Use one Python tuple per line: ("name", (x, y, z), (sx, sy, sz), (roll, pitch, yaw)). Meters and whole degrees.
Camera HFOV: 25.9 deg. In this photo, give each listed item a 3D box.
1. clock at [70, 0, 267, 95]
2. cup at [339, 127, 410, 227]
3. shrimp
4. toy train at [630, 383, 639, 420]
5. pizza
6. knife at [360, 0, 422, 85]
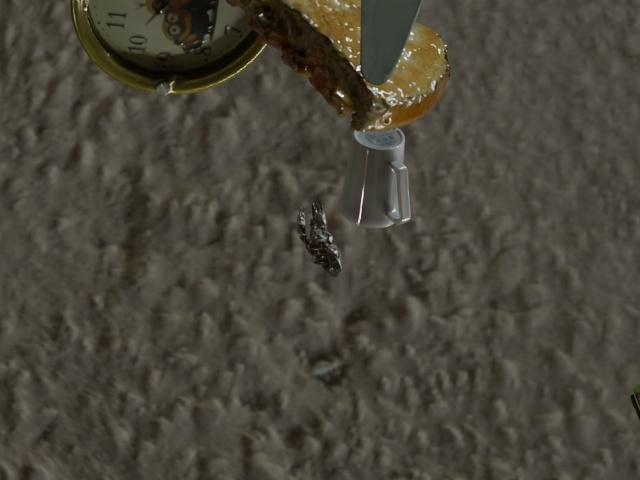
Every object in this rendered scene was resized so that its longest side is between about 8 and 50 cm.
("clock", (-0.153, -0.267, 1.485), (0.237, 0.057, 0.237), (-9, 129, -11))
("cup", (0.073, -0.069, 1.660), (0.074, 0.104, 0.116), (-18, 134, -29))
("shrimp", (-0.004, -0.002, 1.509), (0.038, 0.029, 0.092), (-4, 60, -29))
("toy train", (0.272, 0.075, 0.773), (0.202, 0.081, 0.060), (-22, 106, 7))
("pizza", (0.000, -0.150, 1.042), (0.199, 0.188, 0.062), (36, 117, 7))
("knife", (0.041, -0.248, 0.720), (0.044, 0.080, 0.331), (2, 82, -45))
